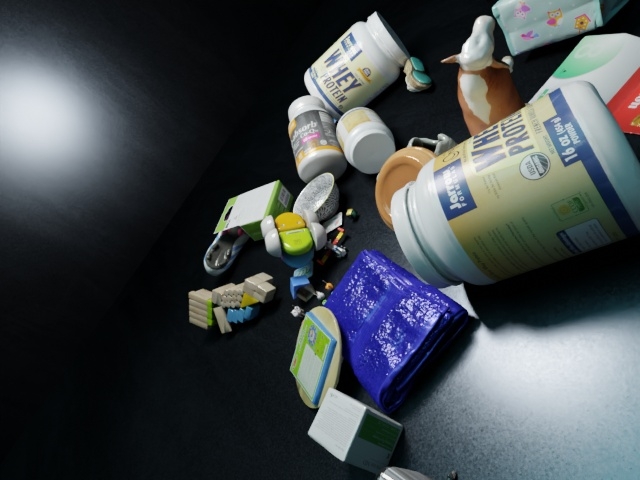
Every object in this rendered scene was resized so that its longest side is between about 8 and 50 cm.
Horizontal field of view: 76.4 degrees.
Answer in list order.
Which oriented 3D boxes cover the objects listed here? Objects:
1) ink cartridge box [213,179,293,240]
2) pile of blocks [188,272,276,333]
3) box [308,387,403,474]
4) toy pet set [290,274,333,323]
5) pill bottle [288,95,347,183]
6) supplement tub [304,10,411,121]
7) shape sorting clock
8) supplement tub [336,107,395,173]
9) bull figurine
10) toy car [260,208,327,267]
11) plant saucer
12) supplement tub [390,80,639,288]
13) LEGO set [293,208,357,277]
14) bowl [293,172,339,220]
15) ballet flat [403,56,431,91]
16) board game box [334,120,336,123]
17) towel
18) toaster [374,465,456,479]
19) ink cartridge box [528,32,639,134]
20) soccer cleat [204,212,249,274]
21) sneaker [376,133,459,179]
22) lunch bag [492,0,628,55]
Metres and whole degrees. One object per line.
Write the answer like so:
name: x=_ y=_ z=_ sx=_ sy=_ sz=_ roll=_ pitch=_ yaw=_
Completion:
ink cartridge box: x=-0.245 y=-0.095 z=1.499 sx=0.256 sy=0.097 sz=0.188 roll=-14 pitch=45 yaw=31
pile of blocks: x=-0.258 y=0.196 z=1.272 sx=0.363 sy=0.148 sz=0.113 roll=-16 pitch=2 yaw=34
box: x=0.057 y=0.314 z=0.674 sx=0.102 sy=0.101 sz=0.087 roll=4 pitch=61 yaw=56
toy pet set: x=-0.036 y=0.134 z=1.039 sx=0.122 sy=0.065 sz=0.114 roll=-46 pitch=30 yaw=9
pill bottle: x=-0.019 y=-0.335 z=1.349 sx=0.162 sy=0.162 sz=0.278 roll=-33 pitch=57 yaw=30
supplement tub: x=0.130 y=-0.607 z=1.444 sx=0.325 sy=0.235 sz=0.235 roll=-35 pitch=34 yaw=29
shape sorting clock: x=-0.007 y=0.243 z=0.858 sx=0.206 sy=0.041 sz=0.205 roll=-27 pitch=58 yaw=55
supplement tub: x=0.132 y=-0.292 z=1.190 sx=0.144 sy=0.144 sz=0.199 roll=-41 pitch=31 yaw=19
bull figurine: x=0.317 y=-0.251 z=0.741 sx=0.101 sy=0.310 sz=0.188 roll=-7 pitch=35 yaw=37
toy car: x=-0.072 y=0.004 z=1.108 sx=0.159 sy=0.136 sz=0.182 roll=-10 pitch=33 yaw=-12
plant saucer: x=0.192 y=-0.108 z=0.904 sx=0.200 sy=0.037 sz=0.199 roll=6 pitch=98 yaw=50
supplement tub: x=0.294 y=-0.064 z=0.632 sx=0.316 sy=0.228 sz=0.228 roll=-28 pitch=37 yaw=35
LEGO set: x=0.000 y=0.000 z=1.148 sx=0.244 sy=0.060 sz=0.182 roll=-31 pitch=40 yaw=32
bowl: x=0.003 y=-0.115 z=1.241 sx=0.170 sy=0.080 sz=0.170 roll=-34 pitch=35 yaw=28
ballet flat: x=0.303 y=-0.510 z=1.288 sx=0.206 sy=0.073 sz=0.067 roll=-84 pitch=15 yaw=-47
board game box: x=0.022 y=-0.463 z=1.650 sx=0.169 sy=0.033 sz=0.133 roll=0 pitch=52 yaw=48
towel: x=0.112 y=0.150 z=0.805 sx=0.227 sy=0.076 sz=0.308 roll=-51 pitch=29 yaw=0
toaster: x=0.122 y=0.365 z=0.468 sx=0.110 sy=0.168 sz=0.185 roll=5 pitch=62 yaw=53
ink cartridge box: x=0.523 y=-0.287 z=0.734 sx=0.181 sy=0.056 sz=0.224 roll=-50 pitch=28 yaw=4
soccer cleat: x=-0.348 y=-0.005 z=1.584 sx=0.331 sy=0.116 sz=0.143 roll=-59 pitch=3 yaw=-30
sneaker: x=0.224 y=-0.192 z=0.976 sx=0.263 sy=0.121 sz=0.099 roll=-10 pitch=49 yaw=50
lunch bag: x=0.555 y=-0.562 z=0.888 sx=0.262 sy=0.160 sz=0.223 roll=-46 pitch=25 yaw=-13
